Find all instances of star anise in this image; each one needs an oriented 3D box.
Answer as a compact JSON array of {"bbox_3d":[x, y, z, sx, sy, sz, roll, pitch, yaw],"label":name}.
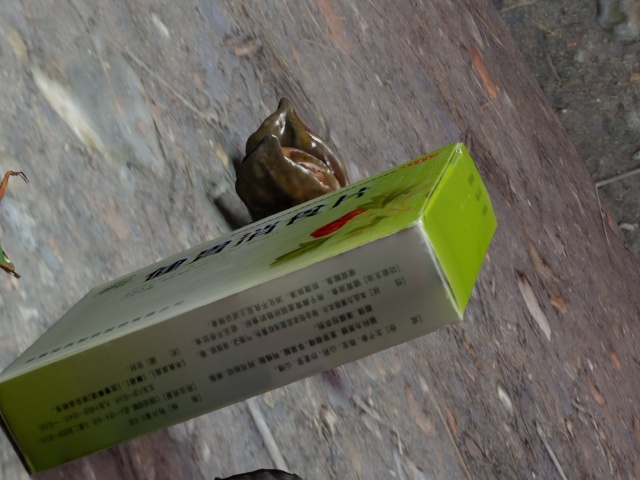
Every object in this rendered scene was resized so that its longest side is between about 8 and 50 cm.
[{"bbox_3d":[-0.004,-0.006,1.391,0.220,0.099,0.214,59,4,-3],"label":"star anise"}]

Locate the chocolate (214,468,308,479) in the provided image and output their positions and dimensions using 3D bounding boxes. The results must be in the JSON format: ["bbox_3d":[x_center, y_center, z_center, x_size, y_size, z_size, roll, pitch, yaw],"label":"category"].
[{"bbox_3d":[-0.024,0.238,0.978,0.110,0.110,0.248,45,29,-47],"label":"chocolate"}]

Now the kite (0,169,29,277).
[{"bbox_3d":[-0.221,-0.069,0.983,0.198,0.006,0.244,58,19,-20],"label":"kite"}]

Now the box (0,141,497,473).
[{"bbox_3d":[-0.037,0.035,0.954,0.062,0.260,0.175,65,18,-10],"label":"box"}]
